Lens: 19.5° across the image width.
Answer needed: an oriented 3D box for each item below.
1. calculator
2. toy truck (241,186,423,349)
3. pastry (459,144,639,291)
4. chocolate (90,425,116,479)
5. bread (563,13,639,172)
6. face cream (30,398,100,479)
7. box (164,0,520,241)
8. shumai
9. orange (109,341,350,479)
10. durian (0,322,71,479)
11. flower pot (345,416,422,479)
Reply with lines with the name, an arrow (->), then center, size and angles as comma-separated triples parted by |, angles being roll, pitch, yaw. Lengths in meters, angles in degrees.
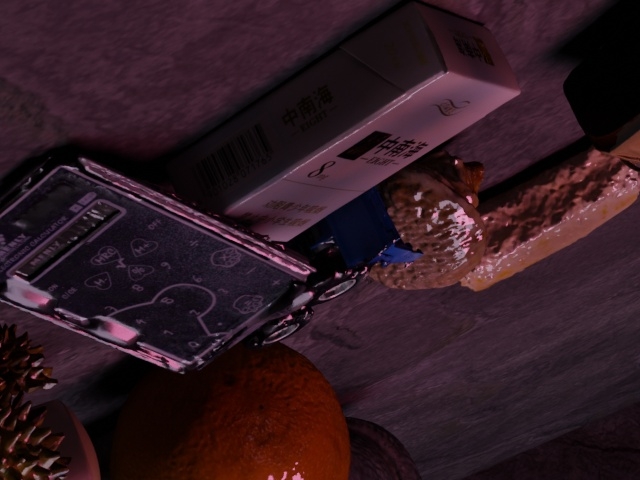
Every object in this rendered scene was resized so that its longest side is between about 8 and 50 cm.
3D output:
calculator -> -0.143, 0.021, 1.411 | 0.165, 0.028, 0.274 | -35, 138, 30
toy truck -> 0.000, 0.000, 1.612 | 0.126, 0.113, 0.208 | -11, 160, -47
pastry -> 0.220, -0.026, 1.956 | 0.258, 0.089, 0.121 | -29, 153, -2
chocolate -> -0.163, 0.260, 2.134 | 0.303, 0.185, 0.100 | -21, 139, -21
bread -> 0.338, -0.148, 1.621 | 0.212, 0.142, 0.224 | -6, 154, -45
face cream -> -0.357, 0.243, 1.667 | 0.348, 0.173, 0.081 | -18, 119, -27
box -> 0.019, -0.087, 1.442 | 0.243, 0.067, 0.155 | -32, 166, 21
shumai -> 0.093, -0.031, 1.702 | 0.145, 0.145, 0.116 | -39, -157, 39
orange -> -0.098, 0.229, 1.964 | 0.264, 0.264, 0.264 | -24, 165, -7
durian -> -0.309, 0.178, 1.468 | 0.258, 0.258, 0.293 | -17, 161, -32
flower pot -> 0.007, 0.399, 2.621 | 0.299, 0.299, 0.283 | -31, 161, 18
